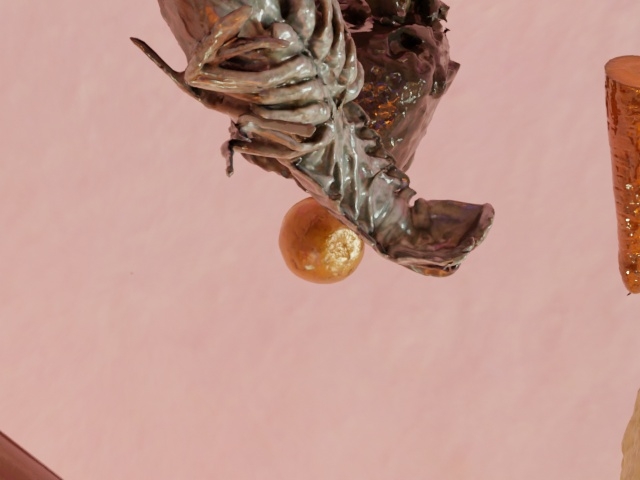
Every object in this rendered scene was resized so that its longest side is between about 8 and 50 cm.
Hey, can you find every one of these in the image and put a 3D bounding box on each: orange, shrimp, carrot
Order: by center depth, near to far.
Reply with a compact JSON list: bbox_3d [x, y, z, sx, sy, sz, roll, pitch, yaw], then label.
[{"bbox_3d":[-0.013,-0.119,1.129,0.410,0.166,0.221,57,49,-37],"label":"shrimp"},{"bbox_3d":[0.260,-0.041,1.174,0.057,0.057,0.224,-13,124,-8],"label":"carrot"},{"bbox_3d":[0.000,0.000,1.327,0.083,0.070,0.083,-6,101,-34],"label":"orange"}]

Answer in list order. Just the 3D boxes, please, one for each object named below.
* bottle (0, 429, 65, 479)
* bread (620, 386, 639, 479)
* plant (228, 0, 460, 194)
[{"bbox_3d":[-0.183,0.101,0.695,0.140,0.053,0.053,41,84,-11],"label":"bottle"},{"bbox_3d":[0.295,0.186,0.687,0.348,0.308,0.348,10,118,18],"label":"bread"},{"bbox_3d":[0.046,-0.208,1.554,0.213,0.215,0.312,30,107,7],"label":"plant"}]
